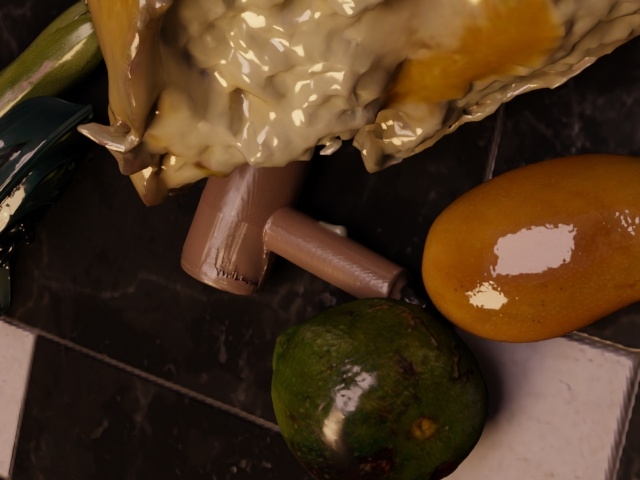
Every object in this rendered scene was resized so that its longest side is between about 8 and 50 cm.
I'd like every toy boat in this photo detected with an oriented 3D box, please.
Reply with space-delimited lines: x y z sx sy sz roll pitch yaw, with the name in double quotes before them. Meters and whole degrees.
"toy boat" -0.243 -0.021 1.090 0.103 0.093 0.246 47 116 3

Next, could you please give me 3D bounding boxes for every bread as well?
"bread" -0.022 -0.254 0.815 0.361 0.250 0.394 -24 75 21

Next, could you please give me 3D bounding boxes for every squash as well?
"squash" -0.208 -0.129 1.090 0.183 0.052 0.052 -37 69 30

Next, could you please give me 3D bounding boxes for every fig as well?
"fig" 0.026 0.088 0.897 0.156 0.123 0.123 40 115 60

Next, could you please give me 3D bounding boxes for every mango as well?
"mango" 0.143 0.002 0.823 0.184 0.085 0.102 -13 83 29

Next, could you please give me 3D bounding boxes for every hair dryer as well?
"hair dryer" 0.000 0.000 0.944 0.181 0.064 0.117 28 104 24
